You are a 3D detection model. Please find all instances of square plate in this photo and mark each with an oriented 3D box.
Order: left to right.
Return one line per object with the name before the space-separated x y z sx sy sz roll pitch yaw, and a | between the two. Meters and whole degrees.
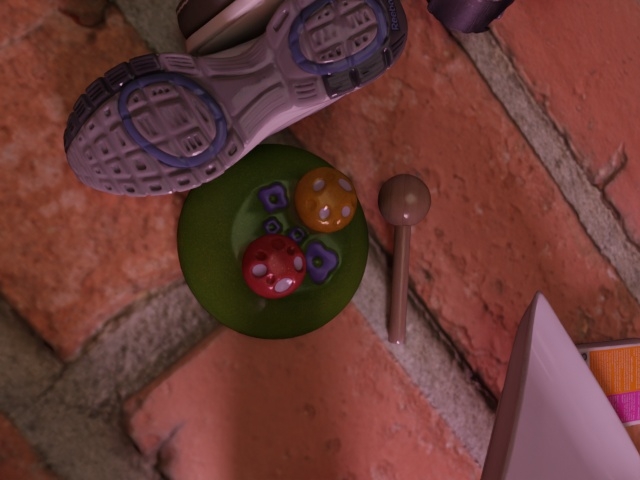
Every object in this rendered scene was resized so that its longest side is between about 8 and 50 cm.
square plate | 0.224 0.281 0.508 0.344 0.049 0.347 54 43 -19

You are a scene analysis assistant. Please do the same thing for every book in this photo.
book | 0.314 0.164 0.644 0.144 0.035 0.096 -1 88 -20

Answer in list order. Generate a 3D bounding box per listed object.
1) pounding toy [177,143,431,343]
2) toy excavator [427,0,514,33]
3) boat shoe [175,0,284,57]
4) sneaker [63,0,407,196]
pounding toy | 0.000 0.000 0.503 0.236 0.110 0.183 9 82 -19
toy excavator | 0.092 -0.446 0.555 0.433 0.222 0.445 -26 80 -20
boat shoe | -0.007 -0.259 0.460 0.305 0.109 0.091 -28 99 24
sneaker | -0.069 -0.118 0.493 0.297 0.129 0.111 -23 95 -2
